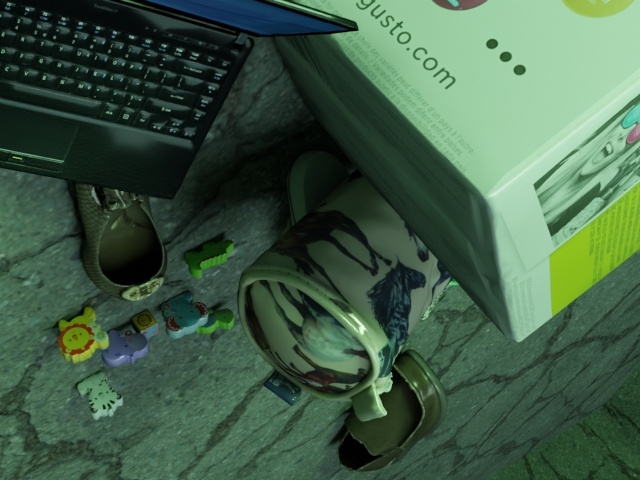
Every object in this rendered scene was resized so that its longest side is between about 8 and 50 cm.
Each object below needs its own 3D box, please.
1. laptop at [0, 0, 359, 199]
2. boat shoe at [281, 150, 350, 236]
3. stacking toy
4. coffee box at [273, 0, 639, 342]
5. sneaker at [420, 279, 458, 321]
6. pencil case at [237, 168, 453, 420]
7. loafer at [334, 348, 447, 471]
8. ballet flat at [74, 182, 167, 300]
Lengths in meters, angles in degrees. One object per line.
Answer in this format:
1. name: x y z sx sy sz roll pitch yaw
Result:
1. laptop: -0.146 -0.103 0.686 0.234 0.136 0.264 11 129 -30
2. boat shoe: 0.000 0.000 1.191 0.096 0.088 0.267 -58 144 -28
3. stacking toy: -0.186 0.103 1.155 0.221 0.052 0.167 -29 153 -22
4. coffee box: 0.172 -0.179 0.838 0.334 0.337 0.338 -38 154 -2
5. sneaker: 0.219 0.010 1.395 0.158 0.182 0.410 -18 150 -36
6. pencil case: 0.085 0.003 1.081 0.160 0.183 0.410 -20 -162 45
7. loafer: 0.121 0.335 1.856 0.130 0.134 0.366 -24 151 -30
8. ballet flat: -0.185 -0.002 0.973 0.084 0.058 0.249 -29 153 -20
